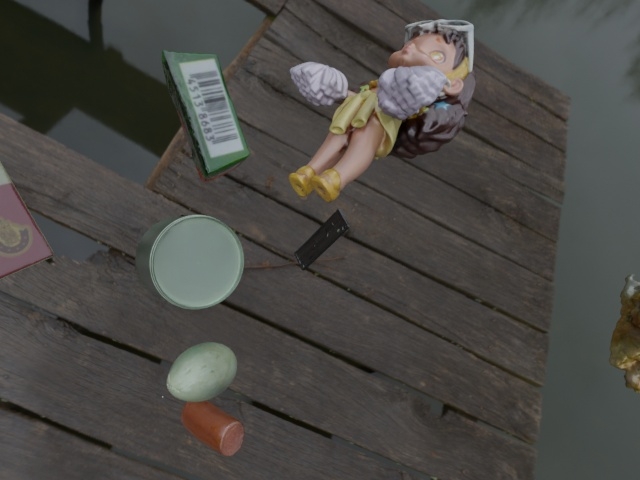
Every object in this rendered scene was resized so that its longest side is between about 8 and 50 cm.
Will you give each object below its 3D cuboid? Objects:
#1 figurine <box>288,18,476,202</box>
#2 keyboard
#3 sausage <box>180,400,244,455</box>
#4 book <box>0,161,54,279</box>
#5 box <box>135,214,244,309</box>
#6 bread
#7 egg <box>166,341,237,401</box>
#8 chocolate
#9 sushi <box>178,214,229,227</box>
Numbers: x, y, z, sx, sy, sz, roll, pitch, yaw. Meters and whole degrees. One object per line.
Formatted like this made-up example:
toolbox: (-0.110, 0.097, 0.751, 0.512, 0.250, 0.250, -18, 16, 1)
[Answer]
figurine: (0.066, -0.133, 0.412, 0.240, 0.175, 0.115, -37, 130, -28)
keyboard: (0.000, 0.000, 0.862, 0.010, 0.155, 0.053, 11, 44, -48)
sausage: (-0.357, 0.586, 1.305, 0.114, 0.259, 0.113, -9, 102, -49)
book: (-0.355, -0.051, 0.327, 0.162, 0.022, 0.231, -36, 118, -41)
box: (-0.322, 0.051, 1.010, 0.226, 0.150, 0.225, -1, 91, -37)
bread: (0.400, 0.113, 0.408, 0.147, 0.152, 0.127, 31, 70, -13)
egg: (-0.244, 0.272, 0.845, 0.152, 0.114, 0.114, -9, 72, -48)
chocolate: (-0.365, -0.381, 1.304, 0.162, 0.341, 0.359, -20, 100, -15)
sushi: (-0.425, 0.023, 1.313, 0.220, 0.231, 0.047, -40, 68, 15)
